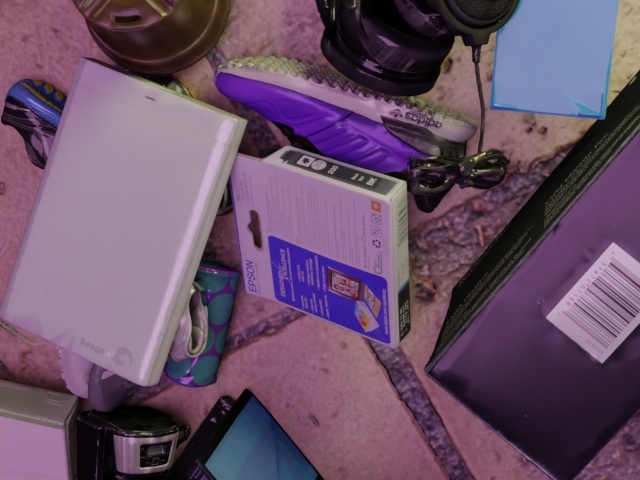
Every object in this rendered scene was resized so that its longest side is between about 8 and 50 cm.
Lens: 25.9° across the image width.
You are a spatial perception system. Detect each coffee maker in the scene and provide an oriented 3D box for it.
[{"bbox_3d":[-0.242,0.288,1.635,0.171,0.120,0.178,6,96,28],"label":"coffee maker"}]

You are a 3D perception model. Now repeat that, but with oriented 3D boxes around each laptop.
[{"bbox_3d":[0.023,0.262,1.533,0.264,0.234,0.137,-1,103,11],"label":"laptop"}]

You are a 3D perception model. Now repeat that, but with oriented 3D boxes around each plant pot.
[{"bbox_3d":[-0.187,-0.268,1.465,0.166,0.165,0.167,0,89,4],"label":"plant pot"}]

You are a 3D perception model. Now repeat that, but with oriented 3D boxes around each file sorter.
[{"bbox_3d":[0.246,-0.222,1.448,0.118,0.104,0.170,6,103,9],"label":"file sorter"}]

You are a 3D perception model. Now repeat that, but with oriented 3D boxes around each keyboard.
[{"bbox_3d":[-0.145,0.268,1.672,0.108,0.023,0.180,37,106,9],"label":"keyboard"}]

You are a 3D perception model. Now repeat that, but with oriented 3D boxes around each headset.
[{"bbox_3d":[0.083,-0.229,1.378,0.243,0.185,0.394,-39,68,49],"label":"headset"}]

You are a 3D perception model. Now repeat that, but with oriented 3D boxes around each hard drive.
[{"bbox_3d":[-0.220,-0.022,1.519,0.203,0.040,0.308,23,100,19],"label":"hard drive"}]

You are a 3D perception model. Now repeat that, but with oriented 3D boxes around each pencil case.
[{"bbox_3d":[-0.140,0.094,1.611,0.070,0.064,0.152,13,105,0],"label":"pencil case"}]

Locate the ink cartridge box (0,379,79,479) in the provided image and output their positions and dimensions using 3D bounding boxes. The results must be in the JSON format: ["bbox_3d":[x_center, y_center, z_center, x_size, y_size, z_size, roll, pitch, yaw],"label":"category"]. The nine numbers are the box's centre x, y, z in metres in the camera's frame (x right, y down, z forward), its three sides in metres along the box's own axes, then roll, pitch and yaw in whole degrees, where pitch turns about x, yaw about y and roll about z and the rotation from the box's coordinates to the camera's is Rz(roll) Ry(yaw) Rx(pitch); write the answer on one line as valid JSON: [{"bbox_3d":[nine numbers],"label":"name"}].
[{"bbox_3d":[-0.379,0.275,1.703,0.171,0.056,0.235,10,129,8],"label":"ink cartridge box"}]

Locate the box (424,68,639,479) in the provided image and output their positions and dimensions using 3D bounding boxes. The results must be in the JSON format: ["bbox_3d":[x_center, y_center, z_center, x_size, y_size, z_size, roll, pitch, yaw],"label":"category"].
[{"bbox_3d":[0.290,0.019,1.389,0.179,0.312,0.343,39,107,-1],"label":"box"}]

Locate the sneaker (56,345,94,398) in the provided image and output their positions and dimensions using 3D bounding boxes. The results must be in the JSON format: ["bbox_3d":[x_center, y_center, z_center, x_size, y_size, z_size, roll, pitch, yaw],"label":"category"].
[{"bbox_3d":[-0.258,0.074,1.621,0.094,0.090,0.235,0,106,-3],"label":"sneaker"}]

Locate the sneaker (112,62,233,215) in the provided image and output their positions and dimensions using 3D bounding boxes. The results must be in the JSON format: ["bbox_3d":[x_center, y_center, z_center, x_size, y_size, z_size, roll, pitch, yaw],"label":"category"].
[{"bbox_3d":[-0.165,-0.115,1.558,0.084,0.083,0.215,-41,92,18],"label":"sneaker"}]

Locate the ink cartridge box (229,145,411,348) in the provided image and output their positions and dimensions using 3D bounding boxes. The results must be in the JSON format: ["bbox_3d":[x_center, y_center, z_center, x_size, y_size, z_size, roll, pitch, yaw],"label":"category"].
[{"bbox_3d":[0.000,0.000,1.518,0.208,0.045,0.206,19,134,26],"label":"ink cartridge box"}]

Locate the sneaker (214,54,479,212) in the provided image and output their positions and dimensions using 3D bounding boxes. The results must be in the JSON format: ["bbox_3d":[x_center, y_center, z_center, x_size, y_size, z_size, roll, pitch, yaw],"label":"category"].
[{"bbox_3d":[0.012,-0.105,1.518,0.293,0.102,0.146,18,106,6],"label":"sneaker"}]

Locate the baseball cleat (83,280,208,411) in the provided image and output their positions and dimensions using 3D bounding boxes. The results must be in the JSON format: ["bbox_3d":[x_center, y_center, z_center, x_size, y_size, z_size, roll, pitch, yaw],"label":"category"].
[{"bbox_3d":[-0.194,0.126,1.568,0.109,0.072,0.206,34,114,22],"label":"baseball cleat"}]

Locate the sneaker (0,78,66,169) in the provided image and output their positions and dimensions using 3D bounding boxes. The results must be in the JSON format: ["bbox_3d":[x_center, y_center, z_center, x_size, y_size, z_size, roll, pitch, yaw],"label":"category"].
[{"bbox_3d":[-0.289,-0.105,1.598,0.188,0.067,0.078,41,121,1],"label":"sneaker"}]
